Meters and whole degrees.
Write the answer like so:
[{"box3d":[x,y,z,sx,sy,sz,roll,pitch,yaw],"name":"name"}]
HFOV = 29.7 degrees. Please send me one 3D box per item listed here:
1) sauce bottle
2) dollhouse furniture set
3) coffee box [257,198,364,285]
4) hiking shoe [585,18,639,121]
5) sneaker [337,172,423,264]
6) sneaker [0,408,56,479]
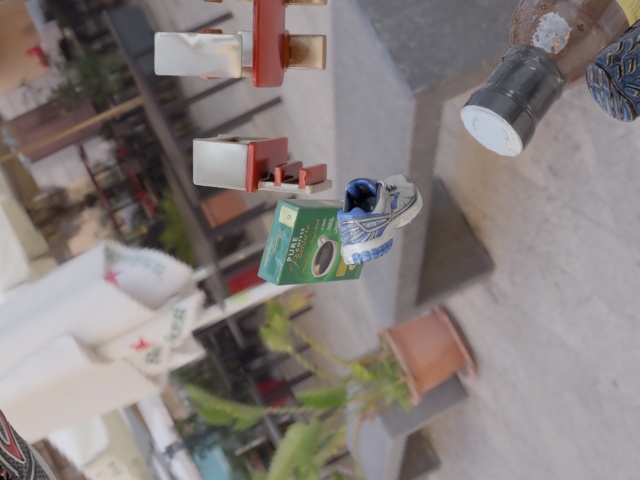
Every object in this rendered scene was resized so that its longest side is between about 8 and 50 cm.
[{"box3d":[0.254,-0.228,1.153,0.111,0.344,0.111,35,162,14],"name":"sauce bottle"},{"box3d":[-0.056,-0.184,1.279,0.262,0.135,0.259,-25,-62,-69],"name":"dollhouse furniture set"},{"box3d":[0.000,0.000,1.626,0.040,0.184,0.113,26,108,34],"name":"coffee box"},{"box3d":[0.310,-0.182,0.935,0.227,0.114,0.086,-28,103,43],"name":"hiking shoe"},{"box3d":[0.051,-0.034,1.063,0.058,0.052,0.135,68,-152,-20],"name":"sneaker"},{"box3d":[-0.335,0.206,1.123,0.112,0.121,0.299,17,145,54],"name":"sneaker"}]
